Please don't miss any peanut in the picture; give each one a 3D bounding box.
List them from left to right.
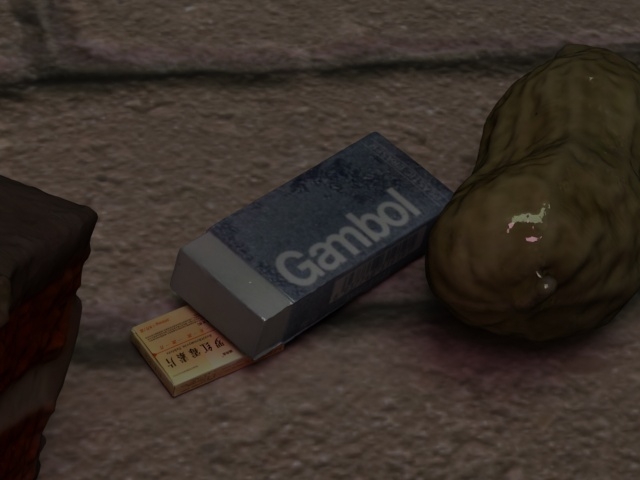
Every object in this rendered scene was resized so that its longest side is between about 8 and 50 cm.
[{"bbox_3d":[0.170,-0.023,1.409,0.143,0.159,0.291,-6,30,26],"label":"peanut"}]

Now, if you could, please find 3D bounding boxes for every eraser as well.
[{"bbox_3d":[0.000,0.000,1.398,0.092,0.046,0.212,39,47,21],"label":"eraser"}]

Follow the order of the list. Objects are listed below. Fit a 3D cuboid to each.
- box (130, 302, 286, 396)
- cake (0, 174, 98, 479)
[{"bbox_3d":[-0.077,0.067,1.355,0.093,0.015,0.058,-23,57,-29],"label":"box"},{"bbox_3d":[-0.279,0.071,1.108,0.230,0.237,0.309,20,16,4],"label":"cake"}]
